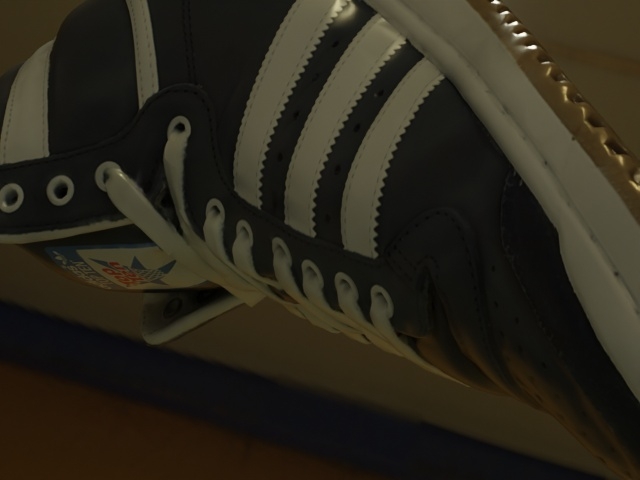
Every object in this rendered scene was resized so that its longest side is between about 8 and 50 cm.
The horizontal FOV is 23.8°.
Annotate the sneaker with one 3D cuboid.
[{"bbox_3d":[0.000,0.000,0.409,0.153,0.282,0.099,-40,-45,7],"label":"sneaker"}]
